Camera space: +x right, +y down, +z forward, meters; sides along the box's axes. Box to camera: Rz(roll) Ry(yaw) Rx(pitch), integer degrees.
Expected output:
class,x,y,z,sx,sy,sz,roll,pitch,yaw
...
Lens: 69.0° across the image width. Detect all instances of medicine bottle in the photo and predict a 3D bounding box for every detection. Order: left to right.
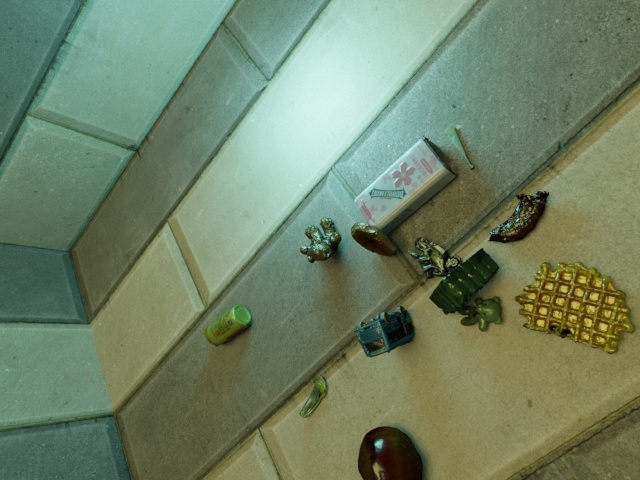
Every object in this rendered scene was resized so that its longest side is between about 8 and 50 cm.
class,x,y,z,sx,sy,sz,roll,pitch,yaw
medicine bottle,-0.443,0.409,2.211,0.239,0.124,0.124,-38,60,27

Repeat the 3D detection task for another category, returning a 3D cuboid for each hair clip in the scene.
class,x,y,z,sx,sy,sz,roll,pitch,yaw
hair clip,-0.025,0.642,1.888,0.060,0.033,0.188,37,101,35

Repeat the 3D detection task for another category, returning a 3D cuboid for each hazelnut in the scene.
class,x,y,z,sx,sy,sz,roll,pitch,yaw
hazelnut,0.234,0.750,1.567,0.217,0.217,0.251,-45,34,23

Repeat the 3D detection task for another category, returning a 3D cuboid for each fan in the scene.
class,x,y,z,sx,sy,sz,roll,pitch,yaw
fan,0.505,-0.332,1.683,0.038,0.016,0.193,-36,60,30

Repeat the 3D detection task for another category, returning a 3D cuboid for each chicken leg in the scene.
class,x,y,z,sx,sy,sz,roll,pitch,yaw
chicken leg,0.639,-0.069,1.493,0.105,0.063,0.233,44,109,40

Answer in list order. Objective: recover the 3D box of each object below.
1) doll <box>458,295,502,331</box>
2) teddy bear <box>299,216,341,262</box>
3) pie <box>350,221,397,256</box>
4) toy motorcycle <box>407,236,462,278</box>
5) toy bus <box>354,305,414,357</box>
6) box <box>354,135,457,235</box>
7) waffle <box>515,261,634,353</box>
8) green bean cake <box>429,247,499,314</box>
class,x,y,z,sx,sy,sz,roll,pitch,yaw
doll,0.518,0.239,1.525,0.150,0.078,0.115,-27,54,43
teddy bear,0.014,0.012,1.922,0.182,0.129,0.251,-34,23,26
pie,0.197,-0.002,1.751,0.195,0.195,0.046,18,69,39
toy motorcycle,0.396,0.073,1.656,0.193,0.061,0.124,34,95,29
toy bus,0.232,0.317,1.623,0.114,0.246,0.134,-29,75,30
box,0.316,-0.200,1.748,0.370,0.112,0.190,-40,59,23
waffle,0.734,0.202,1.366,0.283,0.065,0.309,-38,57,24
green bean cake,0.477,0.139,1.541,0.208,0.193,0.107,-39,71,-16
